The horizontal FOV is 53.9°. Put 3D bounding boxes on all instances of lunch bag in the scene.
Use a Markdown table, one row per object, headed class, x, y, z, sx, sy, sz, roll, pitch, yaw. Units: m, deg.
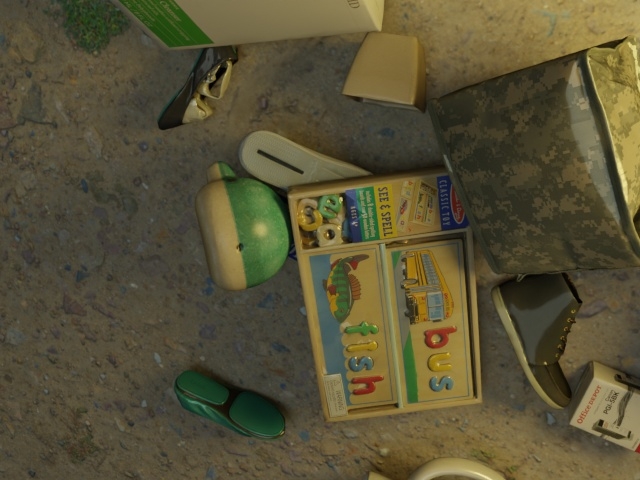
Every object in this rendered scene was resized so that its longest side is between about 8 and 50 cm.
| class | x | y | z | sx | sy | sz | roll | pitch | yaw |
| --- | --- | --- | --- | --- | --- | --- | --- | --- | --- |
| lunch bag | 0.310 | -0.091 | 0.834 | 0.235 | 0.169 | 0.286 | -8 | 103 | 49 |

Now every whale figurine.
| class | x | y | z | sx | sy | sz | roll | pitch | yaw |
| --- | --- | --- | --- | --- | --- | --- | --- | --- | --- |
| whale figurine | -0.125 | -0.028 | 1.029 | 0.141 | 0.272 | 0.216 | -12 | 106 | -9 |

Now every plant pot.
| class | x | y | z | sx | sy | sz | roll | pitch | yaw |
| --- | --- | --- | --- | --- | --- | --- | --- | --- | --- |
| plant pot | 0.103 | -0.249 | 0.930 | 0.109 | 0.109 | 0.096 | 13 | 100 | 17 |

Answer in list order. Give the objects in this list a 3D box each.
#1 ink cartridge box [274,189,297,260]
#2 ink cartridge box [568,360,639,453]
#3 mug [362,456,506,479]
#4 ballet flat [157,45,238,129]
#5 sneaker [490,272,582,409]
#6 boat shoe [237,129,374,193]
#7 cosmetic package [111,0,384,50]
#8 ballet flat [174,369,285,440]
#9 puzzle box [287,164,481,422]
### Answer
| class | x | y | z | sx | sy | sz | roll | pitch | yaw |
| --- | --- | --- | --- | --- | --- | --- | --- | --- | --- |
| ink cartridge box | 0.000 | 0.000 | 1.082 | 0.207 | 0.046 | 0.097 | 29 | 114 | 10 |
| ink cartridge box | 0.471 | 0.264 | 0.983 | 0.135 | 0.056 | 0.099 | 21 | 114 | 13 |
| mug | 0.203 | 0.550 | 1.078 | 0.328 | 0.276 | 0.373 | 21 | 97 | 7 |
| ballet flat | -0.204 | -0.250 | 1.065 | 0.074 | 0.074 | 0.203 | 42 | 115 | 3 |
| sneaker | 0.364 | 0.153 | 0.973 | 0.118 | 0.083 | 0.221 | -26 | 96 | 26 |
| boat shoe | 0.010 | -0.092 | 1.019 | 0.302 | 0.094 | 0.109 | 31 | 100 | -8 |
| cosmetic package | -0.104 | -0.393 | 0.886 | 0.366 | 0.197 | 0.155 | 3 | 76 | 22 |
| ballet flat | -0.178 | 0.337 | 1.255 | 0.248 | 0.083 | 0.087 | 22 | 138 | 13 |
| puzzle box | 0.111 | 0.094 | 1.003 | 0.272 | 0.052 | 0.408 | -9 | 110 | 2 |
